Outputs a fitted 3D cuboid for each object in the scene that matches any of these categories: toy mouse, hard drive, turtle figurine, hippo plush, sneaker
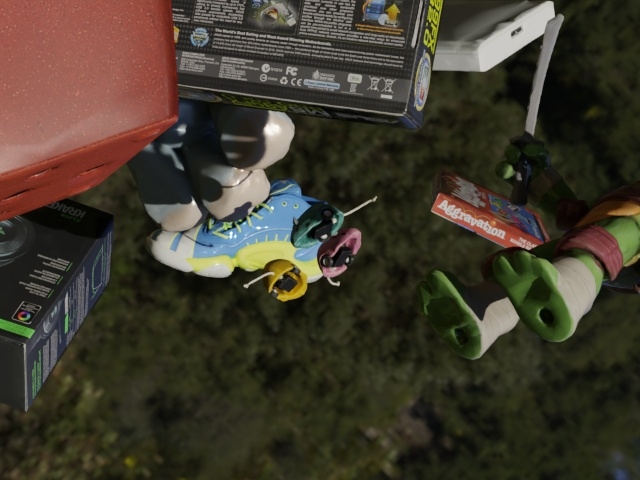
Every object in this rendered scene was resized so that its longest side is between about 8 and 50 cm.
[{"bbox_3d":[0.000,0.000,1.464,0.143,0.031,0.161,-49,151,9],"label":"toy mouse"},{"bbox_3d":[0.118,-0.266,1.869,0.307,0.040,0.203,7,-153,34],"label":"hard drive"},{"bbox_3d":[0.187,-0.047,1.064,0.198,0.274,0.266,22,-137,36],"label":"turtle figurine"},{"bbox_3d":[-0.135,-0.151,1.690,0.294,0.234,0.236,0,-160,23],"label":"hippo plush"},{"bbox_3d":[-0.092,-0.022,1.741,0.091,0.240,0.126,32,-68,54],"label":"sneaker"}]

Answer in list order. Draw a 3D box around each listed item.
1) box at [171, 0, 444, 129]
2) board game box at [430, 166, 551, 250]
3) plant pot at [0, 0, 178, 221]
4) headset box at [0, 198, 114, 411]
[{"bbox_3d":[-0.039,-0.208,1.091,0.060,0.270,0.216,26,74,-73],"label":"box"},{"bbox_3d":[0.203,-0.034,1.756,0.281,0.145,0.027,-63,178,-80],"label":"board game box"},{"bbox_3d":[-0.240,-0.133,0.932,0.267,0.235,0.267,-22,178,-30],"label":"plant pot"},{"bbox_3d":[-0.437,0.061,1.881,0.283,0.246,0.131,-62,167,-46],"label":"headset box"}]
